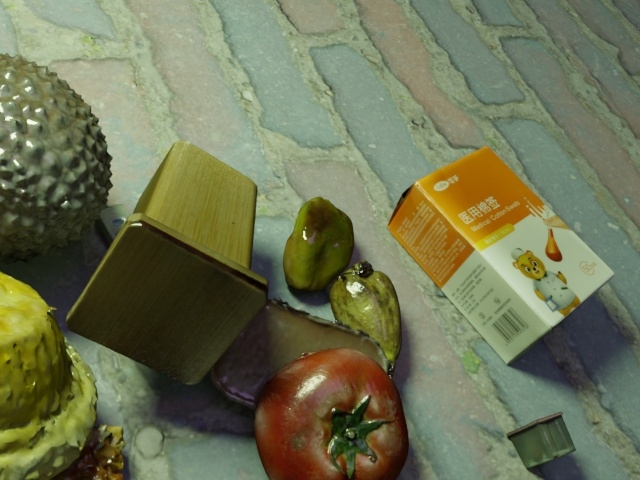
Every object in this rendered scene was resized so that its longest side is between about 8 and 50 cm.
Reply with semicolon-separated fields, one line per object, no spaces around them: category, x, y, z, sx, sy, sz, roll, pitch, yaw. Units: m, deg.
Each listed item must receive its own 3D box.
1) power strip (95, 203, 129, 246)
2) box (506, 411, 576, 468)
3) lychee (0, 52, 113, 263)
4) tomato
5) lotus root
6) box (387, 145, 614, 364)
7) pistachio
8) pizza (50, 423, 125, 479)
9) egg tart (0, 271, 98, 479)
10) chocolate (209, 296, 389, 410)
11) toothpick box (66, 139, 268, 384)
power strip;-0.296;0.007;1.037;0.047;0.030;0.191;-21;66;-34
box;0.343;0.310;1.044;0.060;0.085;0.063;-8;64;-28
lychee;-0.429;-0.099;0.895;0.300;0.300;0.300;11;51;-15
tomato;0.025;0.251;0.896;0.225;0.085;0.225;3;78;-12
lotus root;0.079;0.131;1.067;0.108;0.094;0.191;-13;67;-6
box;0.315;0.014;1.216;0.225;0.143;0.341;-27;70;-36
pistachio;0.003;0.002;1.120;0.110;0.100;0.189;22;48;-2
pizza;-0.323;0.317;0.742;0.161;0.086;0.305;30;44;15
egg tart;-0.421;0.127;0.724;0.387;0.169;0.388;20;16;-6
chocolate;-0.034;0.182;0.977;0.261;0.083;0.161;25;76;-8
toothpick box;-0.187;0.006;0.925;0.187;0.190;0.308;29;26;-18
